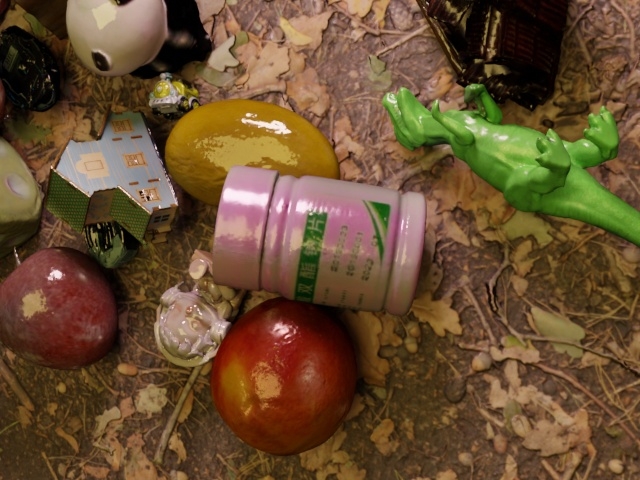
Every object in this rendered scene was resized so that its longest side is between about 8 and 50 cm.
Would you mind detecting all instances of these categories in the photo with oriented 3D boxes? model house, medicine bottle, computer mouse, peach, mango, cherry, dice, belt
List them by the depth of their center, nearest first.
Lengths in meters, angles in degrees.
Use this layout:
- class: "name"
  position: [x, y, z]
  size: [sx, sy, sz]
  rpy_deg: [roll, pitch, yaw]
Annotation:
- class: "model house"
  position: [0.232, -0.382, 1.194]
  size: [0.297, 0.282, 0.317]
  rpy_deg: [14, 97, 20]
- class: "medicine bottle"
  position: [0.000, 0.000, 1.295]
  size: [0.326, 0.212, 0.212]
  rpy_deg: [10, 96, 1]
- class: "peach"
  position: [-0.055, 0.234, 1.363]
  size: [0.281, 0.238, 0.280]
  rpy_deg: [-1, 94, -17]
- class: "mango"
  position: [-0.130, -0.162, 1.431]
  size: [0.332, 0.142, 0.195]
  rpy_deg: [-3, 96, 14]
- class: "model house"
  position: [-0.409, -0.103, 1.469]
  size: [0.178, 0.206, 0.271]
  rpy_deg: [-49, 60, 52]
- class: "cherry"
  position: [-0.535, 0.130, 1.560]
  size: [0.236, 0.213, 0.285]
  rpy_deg: [-37, 88, 27]
- class: "belt"
  position: [-0.427, -0.013, 1.591]
  size: [0.105, 0.058, 0.140]
  rpy_deg: [-17, 87, 25]
- class: "dice"
  position: [-0.757, -0.082, 1.617]
  size: [0.254, 0.252, 0.249]
  rpy_deg: [-33, 80, 22]
- class: "computer mouse"
  position: [-0.602, -0.353, 1.634]
  size: [0.241, 0.078, 0.146]
  rpy_deg: [46, 115, 25]

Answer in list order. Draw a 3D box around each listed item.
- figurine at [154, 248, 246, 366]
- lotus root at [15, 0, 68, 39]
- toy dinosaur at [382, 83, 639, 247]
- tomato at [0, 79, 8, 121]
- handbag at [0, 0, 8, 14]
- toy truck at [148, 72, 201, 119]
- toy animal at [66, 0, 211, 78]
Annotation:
- class: "figurine"
  position: [-0.231, 0.139, 1.476]
  size: [0.162, 0.141, 0.236]
  rpy_deg: [40, 106, 20]
- class: "lotus root"
  position: [-0.503, -0.583, 1.480]
  size: [0.250, 0.316, 0.316]
  rpy_deg: [-30, 81, 9]
- class: "toy dinosaur"
  position: [0.334, -0.061, 1.264]
  size: [0.500, 0.144, 0.374]
  rpy_deg: [51, 155, -20]
- class: "tomato"
  position: [-0.729, -0.338, 1.596]
  size: [0.214, 0.181, 0.155]
  rpy_deg: [42, 123, 36]
- class: "handbag"
  position: [-0.787, -0.493, 1.675]
  size: [0.146, 0.135, 0.225]
  rpy_deg: [43, 102, 15]
- class: "toy truck"
  position: [-0.278, -0.275, 1.494]
  size: [0.076, 0.111, 0.076]
  rpy_deg: [-2, 86, 21]
- class: "toy animal"
  position: [-0.356, -0.401, 1.440]
  size: [0.213, 0.267, 0.212]
  rpy_deg: [2, 95, 26]
